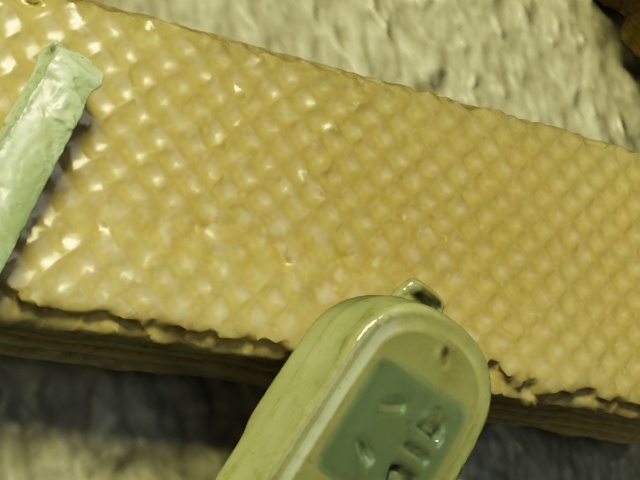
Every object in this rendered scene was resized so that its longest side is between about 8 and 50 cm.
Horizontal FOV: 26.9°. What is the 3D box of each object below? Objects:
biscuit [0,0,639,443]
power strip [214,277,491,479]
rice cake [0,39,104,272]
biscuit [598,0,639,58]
[{"bbox_3d":[0.000,0.000,0.570,0.426,0.078,0.144,13,71,-26],"label":"biscuit"},{"bbox_3d":[-0.024,0.138,0.487,0.080,0.048,0.286,38,76,-25],"label":"power strip"},{"bbox_3d":[-0.108,-0.015,0.454,0.022,0.021,0.121,36,63,-28],"label":"rice cake"},{"bbox_3d":[0.130,-0.257,0.701,0.366,0.115,0.268,36,61,-19],"label":"biscuit"}]
